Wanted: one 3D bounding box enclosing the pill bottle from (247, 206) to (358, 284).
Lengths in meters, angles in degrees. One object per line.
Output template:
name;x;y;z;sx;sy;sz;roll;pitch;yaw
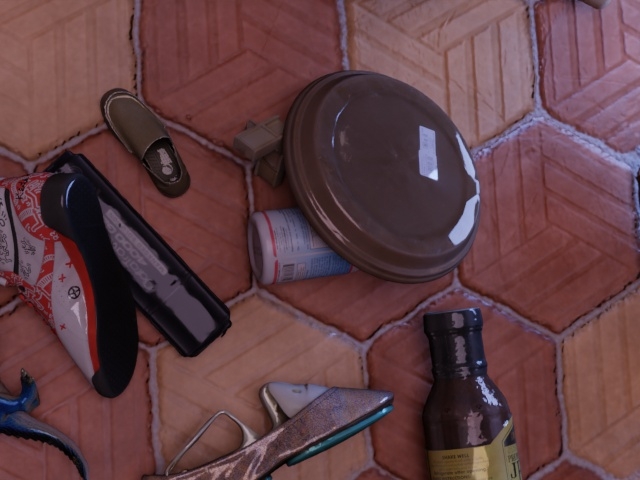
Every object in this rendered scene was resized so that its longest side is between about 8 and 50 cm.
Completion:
pill bottle;0.000;0.000;1.468;0.160;0.087;0.087;-7;86;-15

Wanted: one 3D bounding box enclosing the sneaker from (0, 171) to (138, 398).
sneaker;-0.300;0.049;1.394;0.145;0.090;0.270;1;117;24

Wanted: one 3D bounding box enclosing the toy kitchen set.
toy kitchen set;-0.083;-0.104;1.455;0.068;0.083;0.075;37;45;22

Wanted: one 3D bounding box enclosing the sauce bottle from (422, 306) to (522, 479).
sauce bottle;0.179;0.252;1.473;0.111;0.111;0.344;-7;87;-15

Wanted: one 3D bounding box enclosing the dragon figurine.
dragon figurine;-0.384;0.179;1.354;0.144;0.085;0.289;-40;94;-15

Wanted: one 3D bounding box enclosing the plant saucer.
plant saucer;0.083;-0.084;1.464;0.278;0.041;0.277;16;58;-28

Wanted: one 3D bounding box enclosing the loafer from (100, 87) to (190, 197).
loafer;-0.199;-0.117;1.450;0.056;0.050;0.148;-40;95;-15

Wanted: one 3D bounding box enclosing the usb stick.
usb stick;-0.215;0.017;1.435;0.077;0.045;0.278;-43;95;-6

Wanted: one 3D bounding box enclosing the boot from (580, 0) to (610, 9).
boot;0.343;-0.443;1.599;0.207;0.090;0.248;37;80;-10

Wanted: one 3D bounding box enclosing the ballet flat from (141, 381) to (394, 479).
ballet flat;-0.064;0.225;1.423;0.316;0.107;0.106;-30;82;-16
